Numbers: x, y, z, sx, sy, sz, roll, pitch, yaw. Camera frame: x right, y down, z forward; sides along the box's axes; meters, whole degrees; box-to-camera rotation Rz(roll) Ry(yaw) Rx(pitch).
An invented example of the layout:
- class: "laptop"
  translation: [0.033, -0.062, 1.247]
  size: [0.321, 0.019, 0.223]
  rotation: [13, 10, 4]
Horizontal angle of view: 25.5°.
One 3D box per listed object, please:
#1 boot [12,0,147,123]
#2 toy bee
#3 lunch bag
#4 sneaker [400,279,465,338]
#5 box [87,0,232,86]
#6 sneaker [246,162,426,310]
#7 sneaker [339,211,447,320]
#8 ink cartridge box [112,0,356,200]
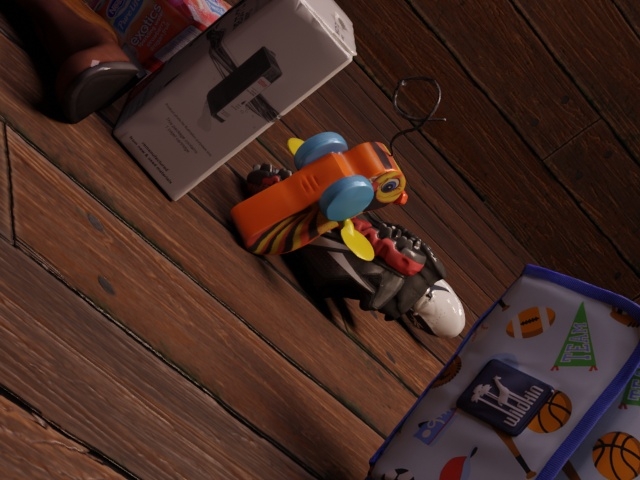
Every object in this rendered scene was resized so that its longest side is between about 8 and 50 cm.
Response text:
- class: "boot"
  translation: [-0.309, -0.269, 1.532]
  size: [0.280, 0.096, 0.264]
  rotation: [51, 14, -7]
- class: "toy bee"
  translation: [0.044, -0.061, 1.788]
  size: [0.162, 0.298, 0.195]
  rotation: [42, 37, -58]
- class: "lunch bag"
  translation: [0.277, 0.247, 1.450]
  size: [0.385, 0.328, 0.239]
  rotation: [36, -16, 15]
- class: "sneaker"
  translation: [0.126, 0.077, 2.138]
  size: [0.235, 0.094, 0.153]
  rotation: [51, 15, -8]
- class: "box"
  translation: [-0.183, -0.264, 1.877]
  size: [0.122, 0.128, 0.257]
  rotation: [58, 15, 20]
- class: "sneaker"
  translation: [0.000, 0.000, 1.898]
  size: [0.276, 0.135, 0.097]
  rotation: [32, 7, 16]
- class: "sneaker"
  translation: [0.042, 0.010, 1.999]
  size: [0.286, 0.130, 0.109]
  rotation: [35, -8, 40]
- class: "ink cartridge box"
  translation: [-0.099, -0.196, 1.671]
  size: [0.114, 0.273, 0.197]
  rotation: [49, 13, -17]
